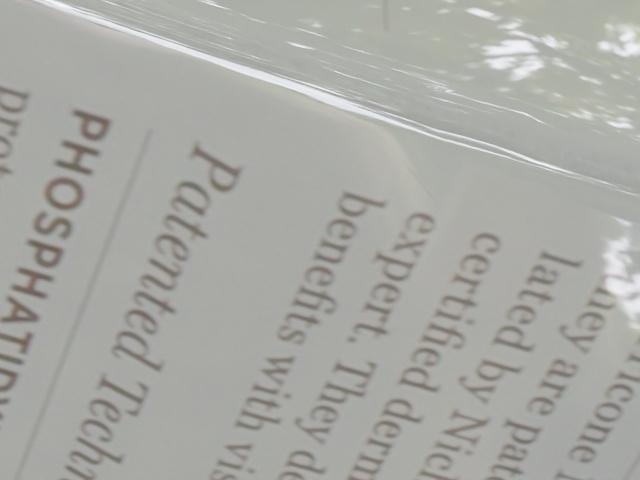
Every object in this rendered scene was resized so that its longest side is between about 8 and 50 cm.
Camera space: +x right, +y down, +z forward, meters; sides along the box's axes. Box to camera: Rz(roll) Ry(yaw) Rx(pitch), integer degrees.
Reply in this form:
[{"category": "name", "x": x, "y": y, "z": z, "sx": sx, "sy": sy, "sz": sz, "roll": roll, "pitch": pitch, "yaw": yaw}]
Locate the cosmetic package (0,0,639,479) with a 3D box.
[{"category": "cosmetic package", "x": 0.000, "y": 0.000, "z": 0.638, "sx": 0.329, "sy": 0.393, "sz": 0.327, "roll": -90, "pitch": -160, "yaw": -52}]
